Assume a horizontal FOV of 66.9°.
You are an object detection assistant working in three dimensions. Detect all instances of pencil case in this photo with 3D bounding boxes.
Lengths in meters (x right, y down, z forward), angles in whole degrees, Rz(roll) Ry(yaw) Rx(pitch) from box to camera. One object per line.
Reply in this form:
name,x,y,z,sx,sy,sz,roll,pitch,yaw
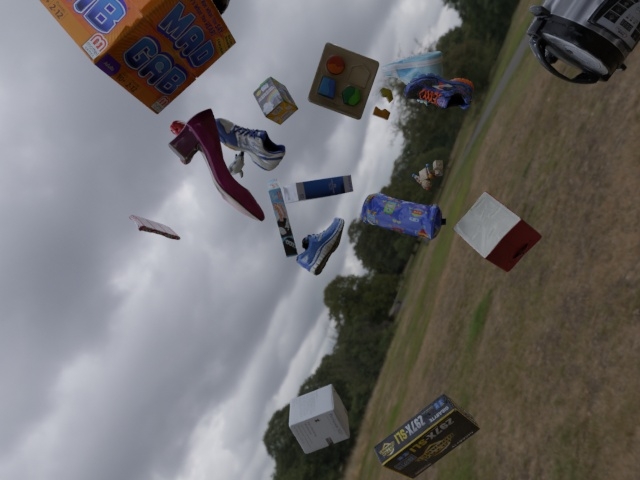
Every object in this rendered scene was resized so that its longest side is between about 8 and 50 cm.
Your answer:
pencil case,0.308,-0.096,1.813,0.119,0.306,0.133,33,-105,-62

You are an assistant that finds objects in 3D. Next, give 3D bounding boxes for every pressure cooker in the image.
pressure cooker,0.992,-0.798,1.773,0.375,0.370,0.420,-1,-53,-57

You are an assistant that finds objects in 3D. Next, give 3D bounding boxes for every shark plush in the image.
shark plush,-0.348,-0.329,1.991,0.161,0.073,0.067,114,144,-44

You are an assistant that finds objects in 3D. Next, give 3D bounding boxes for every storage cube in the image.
storage cube,0.629,-0.030,1.738,0.193,0.215,0.184,23,-68,-44

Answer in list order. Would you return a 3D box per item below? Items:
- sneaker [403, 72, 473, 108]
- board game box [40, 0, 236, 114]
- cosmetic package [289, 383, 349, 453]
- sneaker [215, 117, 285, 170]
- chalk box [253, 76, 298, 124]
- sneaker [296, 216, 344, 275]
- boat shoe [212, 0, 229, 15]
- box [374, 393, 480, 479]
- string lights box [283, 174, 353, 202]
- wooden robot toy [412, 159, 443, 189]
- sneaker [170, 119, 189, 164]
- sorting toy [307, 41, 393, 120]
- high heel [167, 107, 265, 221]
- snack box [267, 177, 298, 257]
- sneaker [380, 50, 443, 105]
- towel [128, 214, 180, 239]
sneaker,0.362,-0.446,1.471,0.083,0.221,0.087,95,176,-62
board game box,-0.539,-0.674,1.435,0.356,0.356,0.356,-42,-10,1
cosmetic package,-0.004,0.677,1.844,0.151,0.183,0.151,-92,-24,-69
sneaker,-0.265,-0.391,1.837,0.131,0.296,0.112,-37,33,43
chalk box,-0.232,-0.709,2.408,0.132,0.213,0.132,-36,-23,23
sneaker,0.000,0.000,2.162,0.330,0.147,0.130,-54,-16,-38
boat shoe,-0.423,-0.941,1.942,0.257,0.095,0.095,-17,60,60
box,0.382,0.703,1.721,0.322,0.079,0.257,-40,-49,7
string lights box,-0.009,-0.214,2.021,0.133,0.259,0.077,-2,100,63
wooden robot toy,0.394,-0.220,1.736,0.173,0.076,0.079,145,127,-64
sneaker,-0.553,-0.395,1.929,0.087,0.128,0.221,-56,17,39
sorting toy,0.130,-0.564,1.764,0.041,0.307,0.229,-138,66,-82
high heel,-0.276,-0.233,1.505,0.181,0.377,0.127,-48,12,-14
snack box,-0.173,-0.104,2.190,0.187,0.060,0.322,-112,8,-68
sneaker,0.391,-0.670,2.056,0.127,0.319,0.208,-30,-64,-26
towel,-0.724,-0.053,2.115,0.197,0.144,0.029,21,-82,-44
